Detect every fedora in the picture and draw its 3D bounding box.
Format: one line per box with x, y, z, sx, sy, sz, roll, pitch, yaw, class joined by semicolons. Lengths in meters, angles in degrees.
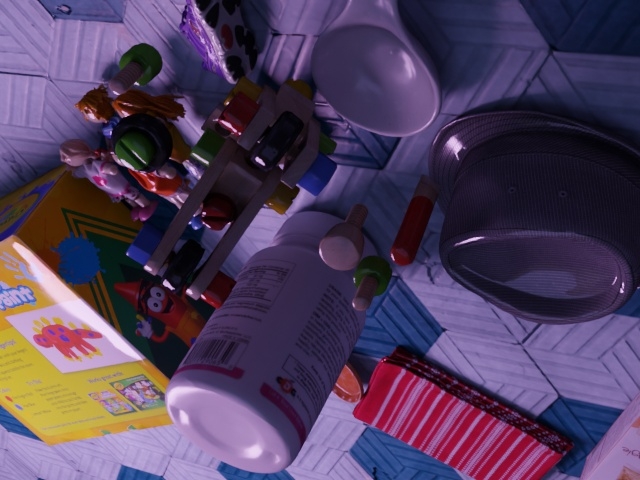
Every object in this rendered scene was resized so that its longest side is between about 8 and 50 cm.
0.216;-0.004;1.061;0.276;0.124;0.243;12;139;23;fedora

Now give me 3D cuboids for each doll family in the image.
-0.213;-0.113;1.266;0.163;0.118;0.263;44;160;-27;doll family

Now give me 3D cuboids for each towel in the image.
0.185;0.259;1.465;0.275;0.031;0.199;28;144;4;towel

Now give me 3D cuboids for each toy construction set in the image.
-0.030;-0.074;1.085;0.309;0.237;0.257;17;127;9;toy construction set

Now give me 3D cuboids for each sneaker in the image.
-0.121;-0.231;1.083;0.071;0.068;0.170;17;142;27;sneaker

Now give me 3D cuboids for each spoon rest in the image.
0.056;-0.198;0.984;0.137;0.084;0.276;20;141;14;spoon rest

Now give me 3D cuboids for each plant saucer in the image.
0.029;0.189;1.486;0.083;0.013;0.083;33;142;31;plant saucer

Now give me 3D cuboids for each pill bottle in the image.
-0.044;0.108;1.222;0.160;0.283;0.160;19;141;16;pill bottle

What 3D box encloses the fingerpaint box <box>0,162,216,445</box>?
-0.379;0.111;1.569;0.445;0.163;0.371;-19;122;45;fingerpaint box

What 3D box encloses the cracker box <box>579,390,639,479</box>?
0.423;0.271;1.283;0.156;0.067;0.232;25;143;8;cracker box
